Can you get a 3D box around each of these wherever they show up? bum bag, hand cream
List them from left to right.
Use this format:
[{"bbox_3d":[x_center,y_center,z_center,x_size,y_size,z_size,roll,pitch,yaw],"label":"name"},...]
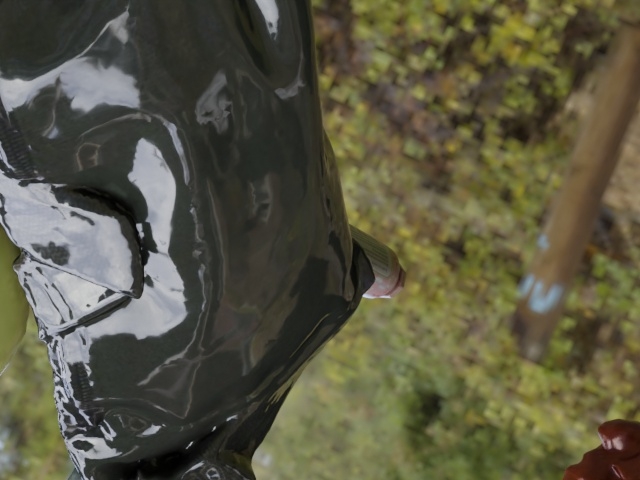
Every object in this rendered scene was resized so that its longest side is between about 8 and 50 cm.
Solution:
[{"bbox_3d":[-0.052,-0.033,0.585,0.079,0.142,0.326,36,147,37],"label":"bum bag"},{"bbox_3d":[0.000,0.000,1.196,0.209,0.043,0.067,31,-148,-52],"label":"hand cream"}]

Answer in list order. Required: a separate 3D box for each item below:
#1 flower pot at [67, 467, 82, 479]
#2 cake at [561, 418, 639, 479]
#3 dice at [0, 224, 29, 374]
[{"bbox_3d":[-0.138,0.201,0.789,0.103,0.229,0.108,49,174,16],"label":"flower pot"},{"bbox_3d":[0.230,0.321,0.994,0.270,0.319,0.269,42,180,-30],"label":"cake"},{"bbox_3d":[-0.281,0.015,0.945,0.169,0.169,0.166,34,145,43],"label":"dice"}]
